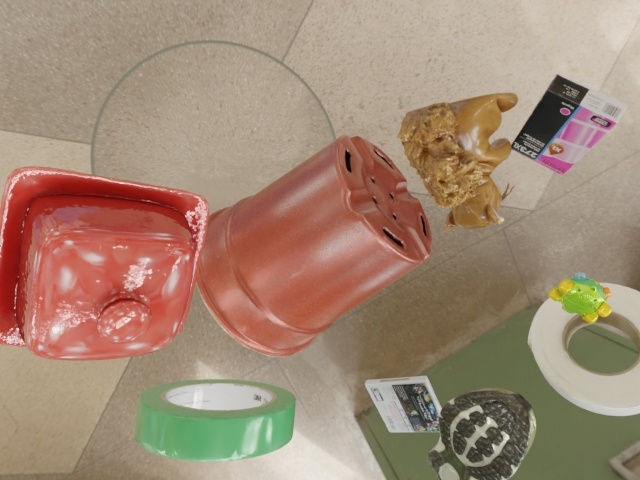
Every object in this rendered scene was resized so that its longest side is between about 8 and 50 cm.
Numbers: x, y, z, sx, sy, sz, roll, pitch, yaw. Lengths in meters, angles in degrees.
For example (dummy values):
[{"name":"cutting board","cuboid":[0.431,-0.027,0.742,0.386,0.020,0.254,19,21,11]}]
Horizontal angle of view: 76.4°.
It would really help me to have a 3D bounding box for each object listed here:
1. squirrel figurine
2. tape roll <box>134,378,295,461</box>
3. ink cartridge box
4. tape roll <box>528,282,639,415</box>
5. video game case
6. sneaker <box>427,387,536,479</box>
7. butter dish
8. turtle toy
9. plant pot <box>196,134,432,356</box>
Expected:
[{"name":"squirrel figurine","cuboid":[0.389,-0.202,1.168,0.397,0.281,0.369,-18,102,-42]},{"name":"tape roll","cuboid":[-0.214,0.364,0.860,0.322,0.321,0.077,5,81,-14]},{"name":"ink cartridge box","cuboid":[0.650,-0.288,1.129,0.176,0.371,0.069,34,83,15]},{"name":"tape roll","cuboid":[0.639,0.242,0.929,0.286,0.286,0.100,-50,137,-1]},{"name":"video game case","cuboid":[0.234,0.445,1.099,0.173,0.022,0.190,-15,112,29]},{"name":"sneaker","cuboid":[0.346,0.396,0.836,0.182,0.158,0.410,-23,141,-24]},{"name":"butter dish","cuboid":[-0.165,0.038,0.327,0.160,0.118,0.160,7,108,-35]},{"name":"turtle toy","cuboid":[0.507,0.108,0.794,0.095,0.130,0.066,38,76,21]},{"name":"plant pot","cuboid":[0.000,0.000,0.610,0.265,0.272,0.272,-33,109,32]}]
